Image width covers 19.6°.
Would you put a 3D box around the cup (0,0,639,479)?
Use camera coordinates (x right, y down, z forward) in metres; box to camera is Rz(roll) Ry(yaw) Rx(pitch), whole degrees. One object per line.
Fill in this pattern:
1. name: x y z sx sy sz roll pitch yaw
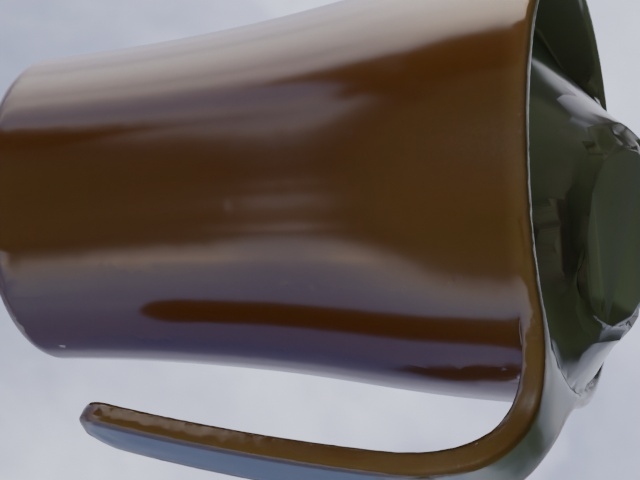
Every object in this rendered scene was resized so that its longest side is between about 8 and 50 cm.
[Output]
1. cup: 0.000 0.000 0.760 0.182 0.264 0.226 62 -149 -52
